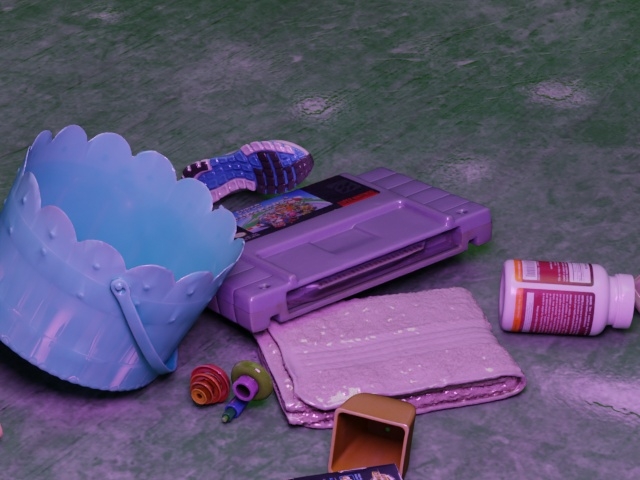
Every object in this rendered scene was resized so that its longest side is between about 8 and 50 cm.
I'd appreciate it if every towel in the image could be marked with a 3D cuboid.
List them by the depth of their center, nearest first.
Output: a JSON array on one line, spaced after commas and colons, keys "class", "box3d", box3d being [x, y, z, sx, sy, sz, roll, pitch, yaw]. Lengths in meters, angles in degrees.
[{"class": "towel", "box3d": [0.072, 0.127, 2.156, 0.282, 0.049, 0.187, -8, 37, -16]}]

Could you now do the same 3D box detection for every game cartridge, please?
[{"class": "game cartridge", "box3d": [0.000, 0.000, 2.285, 0.355, 0.068, 0.230, -21, 31, -30]}]

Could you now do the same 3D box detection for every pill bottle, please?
[{"class": "pill bottle", "box3d": [0.289, 0.068, 2.225, 0.152, 0.086, 0.086, 4, 35, 0]}]

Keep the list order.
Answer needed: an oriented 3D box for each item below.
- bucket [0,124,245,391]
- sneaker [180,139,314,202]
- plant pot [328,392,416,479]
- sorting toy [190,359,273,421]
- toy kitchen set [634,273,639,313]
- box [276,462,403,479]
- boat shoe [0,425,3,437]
[{"class": "bucket", "box3d": [-0.240, 0.023, 2.091, 0.281, 0.183, 0.281, 26, 24, -13]}, {"class": "sneaker", "box3d": [-0.083, -0.096, 2.410, 0.190, 0.071, 0.083, -7, 13, 33]}, {"class": "plant pot", "box3d": [0.062, 0.205, 2.017, 0.081, 0.081, 0.083, 13, 25, 14]}, {"class": "sorting toy", "box3d": [-0.102, 0.167, 2.074, 0.102, 0.061, 0.042, -4, 28, 33]}, {"class": "toy kitchen set", "box3d": [0.494, 0.084, 2.241, 0.122, 0.166, 0.207, -31, 84, -39]}, {"class": "box", "box3d": [0.022, 0.318, 1.871, 0.175, 0.051, 0.220, -7, 36, -15]}, {"class": "boat shoe", "box3d": [-0.373, 0.171, 2.061, 0.045, 0.050, 0.135, -4, 45, -16]}]
